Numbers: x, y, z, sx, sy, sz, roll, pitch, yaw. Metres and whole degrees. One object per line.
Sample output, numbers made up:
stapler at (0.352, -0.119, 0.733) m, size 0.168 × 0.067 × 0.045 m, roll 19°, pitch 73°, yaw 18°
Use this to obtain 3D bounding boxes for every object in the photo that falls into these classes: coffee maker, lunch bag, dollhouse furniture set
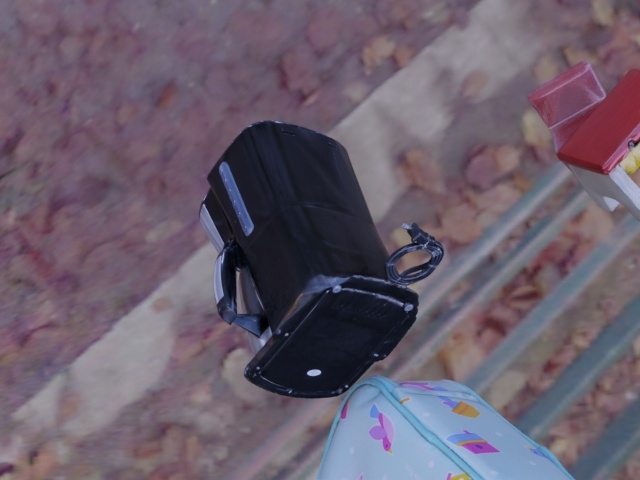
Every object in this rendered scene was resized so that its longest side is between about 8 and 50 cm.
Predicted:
coffee maker at (0.000, 0.000, 1.159) m, size 0.120 × 0.171 × 0.178 m, roll 42°, pitch 20°, yaw -48°
lunch bag at (0.089, 0.242, 1.137) m, size 0.108 × 0.279 × 0.224 m, roll 10°, pitch 108°, yaw -31°
dollhouse furniture set at (0.296, -0.212, 1.320) m, size 0.374 × 0.201 × 0.152 m, roll -47°, pitch 118°, yaw -10°
